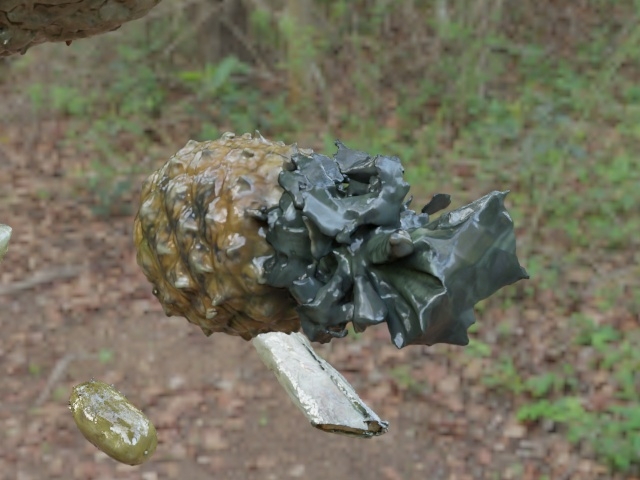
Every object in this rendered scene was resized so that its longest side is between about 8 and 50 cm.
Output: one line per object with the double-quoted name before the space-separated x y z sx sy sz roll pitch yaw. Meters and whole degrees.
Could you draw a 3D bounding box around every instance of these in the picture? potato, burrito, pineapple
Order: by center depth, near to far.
"pineapple" 0.000 0.001 0.827 0.128 0.128 0.248 -12 10 -36
"potato" -0.150 0.131 1.073 0.051 0.040 0.083 10 23 -48
"burrito" -0.005 0.129 1.320 0.055 0.041 0.149 -35 60 -15

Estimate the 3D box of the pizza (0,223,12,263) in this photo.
"pizza" -0.345 0.088 0.931 0.268 0.258 0.087 -8 52 -39

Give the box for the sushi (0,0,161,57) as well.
"sushi" -0.306 -0.277 1.487 0.350 0.171 0.211 -18 -29 11
